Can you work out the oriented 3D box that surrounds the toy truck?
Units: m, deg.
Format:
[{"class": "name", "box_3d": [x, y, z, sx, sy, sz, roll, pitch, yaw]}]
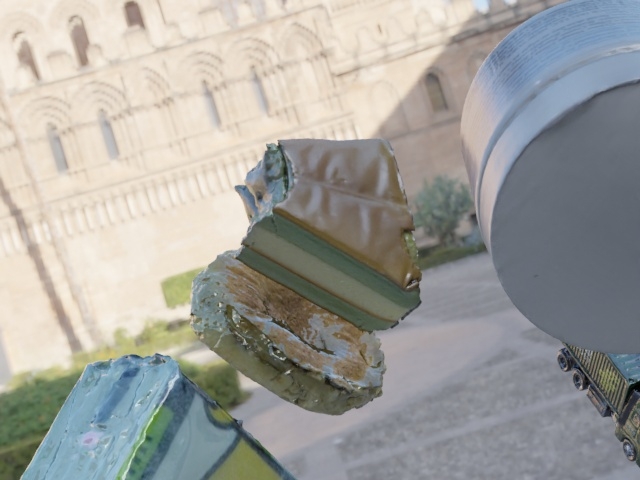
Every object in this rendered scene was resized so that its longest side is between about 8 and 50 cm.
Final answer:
[{"class": "toy truck", "box_3d": [0.416, 0.185, 1.364, 0.088, 0.259, 0.121, -12, -47, -16]}]

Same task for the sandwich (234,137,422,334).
[{"class": "sandwich", "box_3d": [0.000, 0.000, 1.270, 0.198, 0.227, 0.155, -3, -25, -26]}]

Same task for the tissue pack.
[{"class": "tissue pack", "box_3d": [-0.100, 0.265, 0.753, 0.128, 0.311, 0.228, -4, 48, 40]}]

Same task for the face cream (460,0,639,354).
[{"class": "face cream", "box_3d": [0.179, -0.045, 0.596, 0.177, 0.177, 0.153, -18, 27, 12]}]

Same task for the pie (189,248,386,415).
[{"class": "pie", "box_3d": [-0.039, 0.128, 1.481, 0.339, 0.339, 0.083, -12, -40, -58]}]
